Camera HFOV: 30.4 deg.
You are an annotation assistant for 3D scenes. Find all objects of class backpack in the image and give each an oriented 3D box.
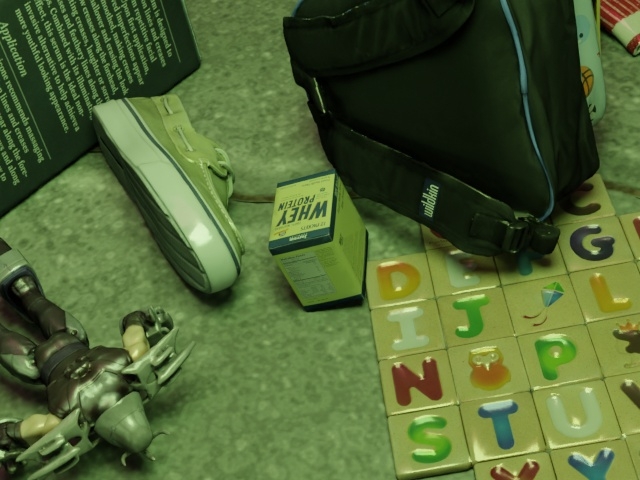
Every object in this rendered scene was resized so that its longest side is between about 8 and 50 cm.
[{"bbox_3d":[0.108,-0.153,1.033,0.263,0.276,0.213,8,32,39],"label":"backpack"}]

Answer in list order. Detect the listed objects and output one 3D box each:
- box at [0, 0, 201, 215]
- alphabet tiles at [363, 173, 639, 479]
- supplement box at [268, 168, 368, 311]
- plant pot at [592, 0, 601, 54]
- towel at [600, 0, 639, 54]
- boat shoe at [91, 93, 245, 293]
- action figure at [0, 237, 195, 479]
[{"bbox_3d":[-0.377,-0.205,1.228,0.293,0.212,0.395,26,55,34],"label":"box"},{"bbox_3d":[0.187,0.074,0.955,0.285,0.011,0.342,-11,44,3],"label":"alphabet tiles"},{"bbox_3d":[0.000,0.000,1.015,0.056,0.083,0.083,-14,42,18],"label":"supplement box"},{"bbox_3d":[0.240,-0.230,1.203,0.081,0.081,0.083,-5,37,9],"label":"plant pot"},{"bbox_3d":[0.341,-0.357,1.290,0.237,0.037,0.329,-28,55,-8],"label":"towel"},{"bbox_3d":[-0.131,-0.064,1.104,0.094,0.109,0.302,-24,42,-14],"label":"boat shoe"},{"bbox_3d":[-0.219,0.095,0.976,0.185,0.099,0.285,-33,51,-29],"label":"action figure"}]
